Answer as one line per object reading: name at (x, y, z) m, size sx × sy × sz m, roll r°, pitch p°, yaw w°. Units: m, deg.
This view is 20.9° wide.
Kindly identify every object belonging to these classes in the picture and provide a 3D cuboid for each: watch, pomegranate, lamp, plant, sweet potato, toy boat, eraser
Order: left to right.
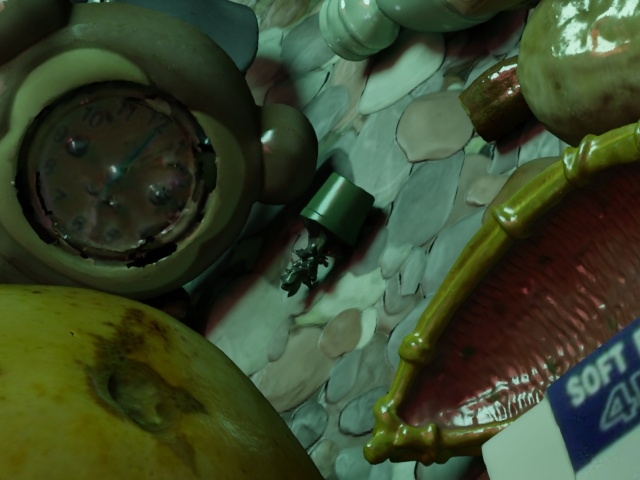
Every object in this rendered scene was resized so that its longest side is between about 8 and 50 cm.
pomegranate at (-0.193, 0.224, 1.064) m, size 0.417 × 0.416 × 0.416 m, roll -31°, pitch 39°, yaw 30°
watch at (-0.203, -0.086, 1.500) m, size 0.335 × 0.314 × 0.327 m, roll -59°, pitch 20°, yaw 11°
plant at (0.000, 0.000, 1.336) m, size 0.102 × 0.051 × 0.051 m, roll -59°, pitch 34°, yaw -1°
lamp at (0.075, -0.203, 1.393) m, size 0.193 × 0.106 × 0.106 m, roll -27°, pitch 41°, yaw 48°
sweet potato at (0.149, -0.114, 1.257) m, size 0.117 × 0.049 × 0.049 m, roll -33°, pitch 38°, yaw 33°
toy boat at (0.145, 0.034, 1.054) m, size 0.141 × 0.099 × 0.318 m, roll 51°, pitch 124°, yaw 16°
eraser at (0.224, 0.090, 0.952) m, size 0.279 × 0.081 × 0.124 m, roll -40°, pitch 35°, yaw 19°

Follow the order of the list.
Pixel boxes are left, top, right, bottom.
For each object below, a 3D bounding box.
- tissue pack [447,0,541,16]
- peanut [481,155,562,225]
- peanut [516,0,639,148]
tissue pack at (0.213, -0.257, 1.139) m, size 0.256 × 0.215 × 0.123 m, roll -47°, pitch 67°, yaw 42°
peanut at (0.172, -0.019, 1.123) m, size 0.152 × 0.076 × 0.076 m, roll -5°, pitch 56°, yaw 43°
peanut at (0.244, -0.131, 1.088) m, size 0.253 × 0.122 × 0.137 m, roll -15°, pitch 8°, yaw 39°
